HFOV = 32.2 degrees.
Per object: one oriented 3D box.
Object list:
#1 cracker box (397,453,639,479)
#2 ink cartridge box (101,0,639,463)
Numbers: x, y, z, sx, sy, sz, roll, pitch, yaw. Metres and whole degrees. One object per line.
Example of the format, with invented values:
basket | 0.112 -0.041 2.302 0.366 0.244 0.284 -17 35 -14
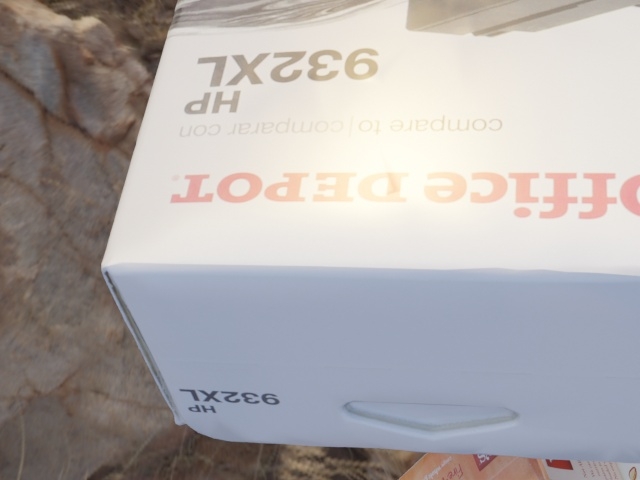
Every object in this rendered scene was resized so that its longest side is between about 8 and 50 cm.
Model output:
cracker box | 0.152 0.164 0.644 0.232 0.067 0.156 13 132 -34
ink cartridge box | 0.058 -0.075 0.485 0.223 0.307 0.129 1 144 11
